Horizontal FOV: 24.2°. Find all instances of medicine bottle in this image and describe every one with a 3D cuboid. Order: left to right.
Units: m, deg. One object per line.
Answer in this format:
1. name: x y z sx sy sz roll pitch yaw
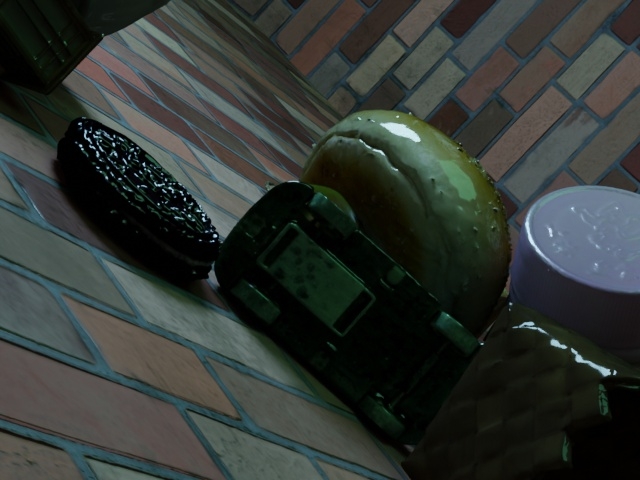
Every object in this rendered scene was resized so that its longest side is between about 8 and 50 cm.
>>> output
1. medicine bottle: 0.300 0.120 1.683 0.202 0.315 0.202 3 37 -2

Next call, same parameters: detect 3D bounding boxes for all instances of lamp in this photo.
1. lamp: -0.328 -0.279 1.358 0.089 0.090 0.325 20 -28 44

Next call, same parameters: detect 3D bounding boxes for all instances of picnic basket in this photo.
1. picnic basket: 0.274 0.240 1.394 0.321 0.254 0.291 37 2 40

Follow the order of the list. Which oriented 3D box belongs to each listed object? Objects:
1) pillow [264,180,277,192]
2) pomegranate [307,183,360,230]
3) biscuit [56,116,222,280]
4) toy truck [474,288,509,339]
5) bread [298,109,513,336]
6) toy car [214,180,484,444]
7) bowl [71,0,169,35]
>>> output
1. pillow: -0.001 -0.001 2.057 0.135 0.034 0.211 40 10 -45
2. pomegranate: -0.031 -0.009 1.674 0.159 0.129 0.129 26 -3 36
3. biscuit: -0.168 -0.039 1.396 0.194 0.053 0.194 42 10 -9
4. toy truck: 0.132 0.020 2.240 0.305 0.136 0.162 51 20 28
5. bread: 0.102 -0.009 1.747 0.159 0.305 0.305 -16 52 -38
6. toy car: 0.030 0.073 1.511 0.306 0.136 0.125 42 -3 -12
7. bowl: -0.291 -0.307 1.529 0.337 0.337 0.157 39 40 -28
